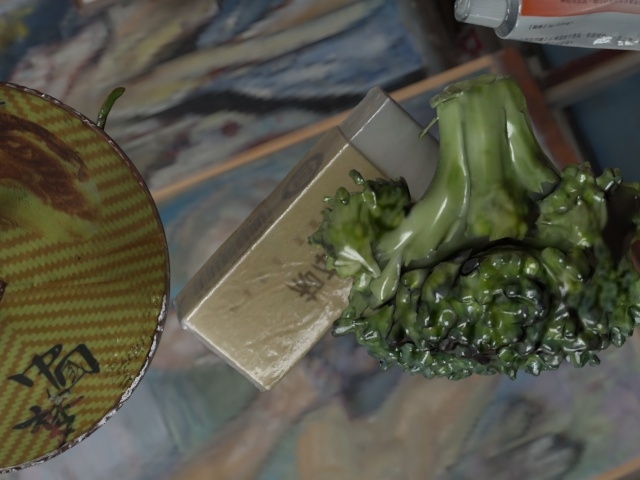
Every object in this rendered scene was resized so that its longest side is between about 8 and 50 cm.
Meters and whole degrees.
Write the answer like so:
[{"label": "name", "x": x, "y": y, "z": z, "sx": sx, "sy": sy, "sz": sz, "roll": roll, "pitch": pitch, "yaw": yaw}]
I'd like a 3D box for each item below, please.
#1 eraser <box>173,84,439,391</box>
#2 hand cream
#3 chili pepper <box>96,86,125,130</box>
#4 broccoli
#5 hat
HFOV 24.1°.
[{"label": "eraser", "x": 0.000, "y": 0.000, "z": 1.672, "sx": 0.144, "sy": 0.343, "sz": 0.078, "roll": 40, "pitch": -172, "yaw": -20}, {"label": "hand cream", "x": 0.190, "y": -0.148, "z": 0.989, "sx": 0.052, "sy": 0.216, "sz": 0.038, "roll": 143, "pitch": 125, "yaw": -63}, {"label": "chili pepper", "x": -0.191, "y": 0.008, "z": 1.214, "sx": 0.063, "sy": 0.071, "sz": 0.272, "roll": 2, "pitch": 81, "yaw": 62}, {"label": "broccoli", "x": 0.179, "y": -0.016, "z": 1.437, "sx": 0.348, "sy": 0.293, "sz": 0.281, "roll": -32, "pitch": -68, "yaw": -58}, {"label": "hat", "x": -0.157, "y": 0.021, "z": 0.676, "sx": 0.193, "sy": 0.193, "sz": 0.082, "roll": 69, "pitch": 167, "yaw": -10}]
